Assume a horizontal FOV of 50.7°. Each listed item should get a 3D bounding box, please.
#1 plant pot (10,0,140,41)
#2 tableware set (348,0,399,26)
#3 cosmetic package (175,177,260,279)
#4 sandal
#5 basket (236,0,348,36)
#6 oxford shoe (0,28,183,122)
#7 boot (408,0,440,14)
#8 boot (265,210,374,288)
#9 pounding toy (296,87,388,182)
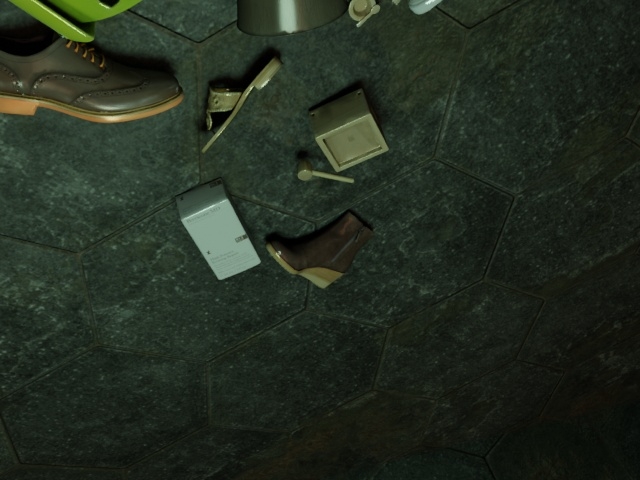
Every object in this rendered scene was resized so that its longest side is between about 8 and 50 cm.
[{"bbox_3d":[-0.368,-0.441,0.977,0.207,0.228,0.227,-37,137,23],"label":"plant pot"},{"bbox_3d":[0.094,-0.494,1.269,0.141,0.020,0.168,-34,137,12],"label":"tableware set"},{"bbox_3d":[-0.232,-0.022,1.558,0.117,0.085,0.231,-24,139,0],"label":"cosmetic package"},{"bbox_3d":[-0.181,-0.288,1.336,0.079,0.088,0.240,42,103,-12],"label":"sandal"},{"bbox_3d":[-0.062,-0.482,1.123,0.204,0.154,0.227,-18,134,-9],"label":"basket"},{"bbox_3d":[-0.417,-0.292,1.176,0.363,0.130,0.133,-3,126,-23],"label":"oxford shoe"},{"bbox_3d":[0.224,-0.550,1.229,0.123,0.095,0.258,29,108,-35],"label":"boot"},{"bbox_3d":[0.000,0.000,1.703,0.207,0.090,0.248,-49,132,9],"label":"boot"},{"bbox_3d":[0.035,-0.211,1.484,0.206,0.094,0.181,-22,144,12],"label":"pounding toy"}]
